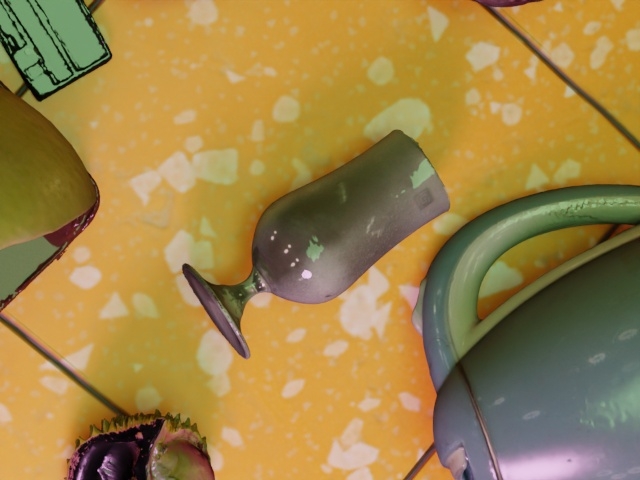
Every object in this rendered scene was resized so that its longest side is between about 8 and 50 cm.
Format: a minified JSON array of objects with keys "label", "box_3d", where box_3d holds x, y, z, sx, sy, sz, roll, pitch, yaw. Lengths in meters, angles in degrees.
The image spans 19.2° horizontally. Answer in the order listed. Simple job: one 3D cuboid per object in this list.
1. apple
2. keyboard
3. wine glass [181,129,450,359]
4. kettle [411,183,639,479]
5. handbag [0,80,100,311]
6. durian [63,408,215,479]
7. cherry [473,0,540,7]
[{"label":"apple","box_3d":[-0.332,-0.002,1.429,0.233,0.258,0.295,37,88,-15]},{"label":"keyboard","box_3d":[-0.273,-0.247,1.634,0.087,0.017,0.250,-33,100,-7]},{"label":"wine glass","box_3d":[0.000,0.000,1.670,0.231,0.103,0.103,-33,100,-11]},{"label":"kettle","box_3d":[0.252,0.099,1.690,0.342,0.247,0.320,-19,67,-2]},{"label":"handbag","box_3d":[-0.358,-0.045,1.593,0.260,0.084,0.275,-43,105,-4]},{"label":"durian","box_3d":[-0.152,0.219,1.671,0.108,0.119,0.187,-14,113,-49]},{"label":"cherry","box_3d":[0.158,-0.302,1.632,0.195,0.195,0.195,-1,94,-12]}]
